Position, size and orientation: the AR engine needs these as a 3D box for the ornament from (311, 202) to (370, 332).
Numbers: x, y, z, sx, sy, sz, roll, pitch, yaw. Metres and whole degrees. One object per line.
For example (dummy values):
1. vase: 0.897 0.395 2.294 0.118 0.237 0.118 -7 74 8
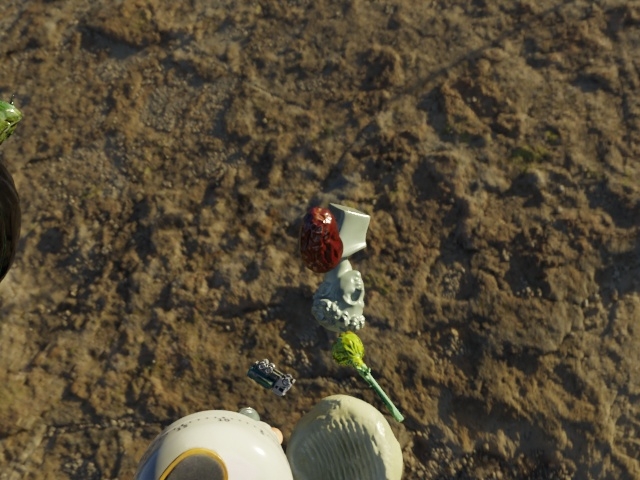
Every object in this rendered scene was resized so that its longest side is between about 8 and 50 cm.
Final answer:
1. ornament: 0.037 0.060 1.383 0.120 0.130 0.286 -3 92 -24

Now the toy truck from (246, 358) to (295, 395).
1. toy truck: -0.092 0.254 1.166 0.083 0.039 0.044 32 93 4

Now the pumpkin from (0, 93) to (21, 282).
1. pumpkin: -0.372 -0.056 0.572 0.247 0.248 0.248 -10 55 14

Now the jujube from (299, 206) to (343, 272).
1. jujube: 0.000 0.000 1.023 0.077 0.129 0.077 -2 53 3

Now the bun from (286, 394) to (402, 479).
1. bun: 0.055 0.454 1.358 0.259 0.160 0.260 -1 88 19

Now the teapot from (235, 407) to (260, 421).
1. teapot: -0.172 0.426 1.466 0.057 0.088 0.066 -13 46 54

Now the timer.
1. timer: -0.152 0.359 0.910 0.233 0.240 0.234 0 91 -10

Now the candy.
1. candy: 0.106 0.308 1.425 0.073 0.077 0.262 -10 40 -30
